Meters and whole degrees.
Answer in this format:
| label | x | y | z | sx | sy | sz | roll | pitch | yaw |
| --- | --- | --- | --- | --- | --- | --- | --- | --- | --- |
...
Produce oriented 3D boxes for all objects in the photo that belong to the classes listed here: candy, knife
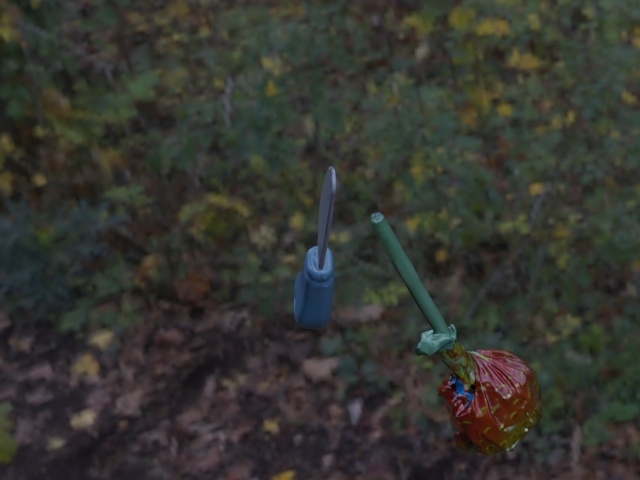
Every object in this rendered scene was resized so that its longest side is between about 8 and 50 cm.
| label | x | y | z | sx | sy | sz | roll | pitch | yaw |
| --- | --- | --- | --- | --- | --- | --- | --- | --- | --- |
| candy | 0.067 | 0.048 | 0.785 | 0.060 | 0.201 | 0.060 | -17 | 46 | 18 |
| knife | 0.000 | -0.002 | 1.169 | 0.032 | 0.244 | 0.058 | 4 | 59 | -2 |
